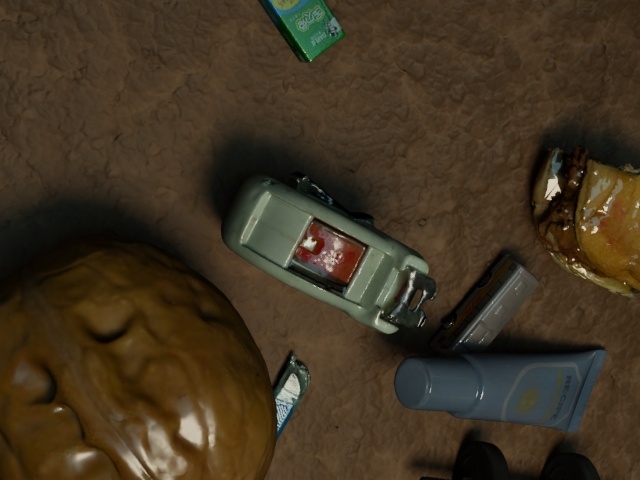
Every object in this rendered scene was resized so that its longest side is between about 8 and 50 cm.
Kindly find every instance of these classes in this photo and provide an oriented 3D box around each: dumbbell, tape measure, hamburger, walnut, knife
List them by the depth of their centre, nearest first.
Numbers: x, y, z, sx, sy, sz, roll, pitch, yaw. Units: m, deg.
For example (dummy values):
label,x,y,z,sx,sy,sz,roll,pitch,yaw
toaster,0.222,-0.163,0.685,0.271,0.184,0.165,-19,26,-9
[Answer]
label,x,y,z,sx,sy,sz,roll,pitch,yaw
walnut,-0.240,0.189,1.209,0.354,0.308,0.398,-41,72,-1
tape measure,0.001,0.001,1.290,0.246,0.243,0.125,29,91,-18
knife,-0.092,0.293,1.434,0.044,0.026,0.297,29,94,-15
hamburger,0.420,-0.015,1.445,0.245,0.155,0.282,-20,108,-7
dumbbell,0.293,0.367,1.484,0.325,0.143,0.143,10,97,-16

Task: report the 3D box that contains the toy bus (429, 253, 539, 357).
label,x,y,z,sx,sy,sz,roll,pitch,yaw
toy bus,0.231,0.101,1.459,0.057,0.072,0.172,40,89,-22

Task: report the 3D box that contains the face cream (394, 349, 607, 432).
label,x,y,z,sx,sy,sz,roll,pitch,yaw
face cream,0.261,0.203,1.435,0.385,0.086,0.136,9,103,-39

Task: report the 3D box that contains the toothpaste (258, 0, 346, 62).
label,x,y,z,sx,sy,sz,roll,pitch,yaw
toothpaste,-0.069,-0.352,1.310,0.065,0.050,0.267,-38,107,-8
